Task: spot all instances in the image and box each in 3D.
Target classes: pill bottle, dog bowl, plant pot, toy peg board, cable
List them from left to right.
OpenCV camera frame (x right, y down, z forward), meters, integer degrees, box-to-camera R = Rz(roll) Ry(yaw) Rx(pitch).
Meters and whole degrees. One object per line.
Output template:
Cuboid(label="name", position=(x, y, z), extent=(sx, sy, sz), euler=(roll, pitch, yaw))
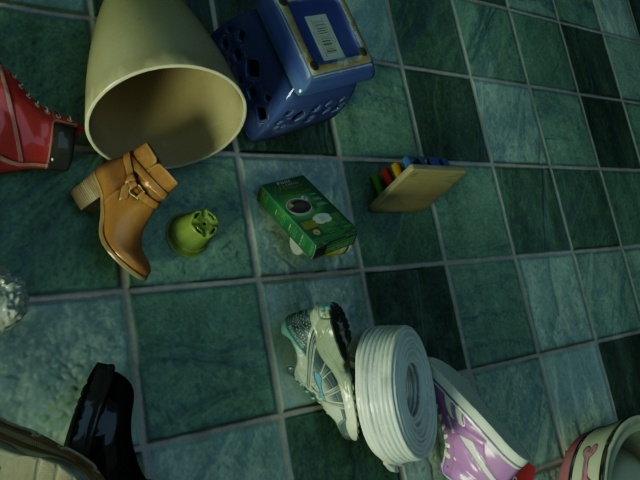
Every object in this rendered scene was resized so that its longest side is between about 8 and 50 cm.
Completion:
Cuboid(label="plant pot", position=(-0.283, -0.303, 1.080), extent=(0.256, 0.256, 0.274), euler=(0, 59, -35))
Cuboid(label="plant pot", position=(-0.215, -0.019, 1.112), extent=(0.083, 0.079, 0.083), euler=(12, 69, -32))
Cuboid(label="plant pot", position=(-0.047, -0.359, 1.256), extent=(0.235, 0.212, 0.236), euler=(-23, 89, -38))
Cuboid(label="pill bottle", position=(0.000, 0.000, 1.262), extent=(0.116, 0.065, 0.065), euler=(-7, 79, -36))
Cuboid(label="cable", position=(0.143, 0.284, 1.195), extent=(0.257, 0.089, 0.257), euler=(49, 39, -49))
Cuboid(label="toy peg board", position=(0.199, -0.137, 1.395), extent=(0.161, 0.161, 0.079), euler=(-3, 61, -35))
Cuboid(label="dog bowl", position=(0.727, 0.623, 1.508), extent=(0.407, 0.150, 0.408), euler=(12, 68, -31))

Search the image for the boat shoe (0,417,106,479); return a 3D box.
Cuboid(label="boat shoe", position=(-0.409, 0.277, 0.787), extent=(0.324, 0.116, 0.123), euler=(23, 83, 11))

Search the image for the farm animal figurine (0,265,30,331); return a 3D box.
Cuboid(label="farm animal figurine", position=(-0.581, 0.045, 0.781), extent=(0.330, 0.172, 0.327), euler=(-41, 100, -36))

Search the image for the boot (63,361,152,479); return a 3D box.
Cuboid(label="boot", position=(-0.245, 0.363, 0.931), extent=(0.260, 0.131, 0.348), euler=(11, 79, -24))

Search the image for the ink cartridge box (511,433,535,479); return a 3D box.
Cuboid(label="ink cartridge box", position=(0.391, 0.514, 1.373), extent=(0.224, 0.056, 0.181), euler=(39, 57, -16))

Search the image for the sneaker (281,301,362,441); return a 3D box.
Cuboid(label="sneaker", position=(0.011, 0.243, 1.178), extent=(0.110, 0.122, 0.283), euler=(-53, 130, -63))

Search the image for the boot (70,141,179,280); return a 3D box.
Cuboid(label="boot", position=(-0.290, -0.049, 1.033), extent=(0.152, 0.073, 0.197), euler=(-34, 93, -4))

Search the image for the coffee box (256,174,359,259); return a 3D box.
Cuboid(label="coffee box", position=(-0.026, -0.049, 1.220), extent=(0.113, 0.040, 0.184), euler=(-20, 54, -38))

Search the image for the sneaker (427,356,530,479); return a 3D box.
Cuboid(label="sneaker", position=(0.266, 0.379, 1.293), extent=(0.102, 0.161, 0.282), euler=(18, 28, -50))

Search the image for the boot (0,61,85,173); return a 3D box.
Cuboid(label="boot", position=(-0.469, -0.226, 1.004), extent=(0.176, 0.088, 0.245), euler=(-7, 87, -36))
